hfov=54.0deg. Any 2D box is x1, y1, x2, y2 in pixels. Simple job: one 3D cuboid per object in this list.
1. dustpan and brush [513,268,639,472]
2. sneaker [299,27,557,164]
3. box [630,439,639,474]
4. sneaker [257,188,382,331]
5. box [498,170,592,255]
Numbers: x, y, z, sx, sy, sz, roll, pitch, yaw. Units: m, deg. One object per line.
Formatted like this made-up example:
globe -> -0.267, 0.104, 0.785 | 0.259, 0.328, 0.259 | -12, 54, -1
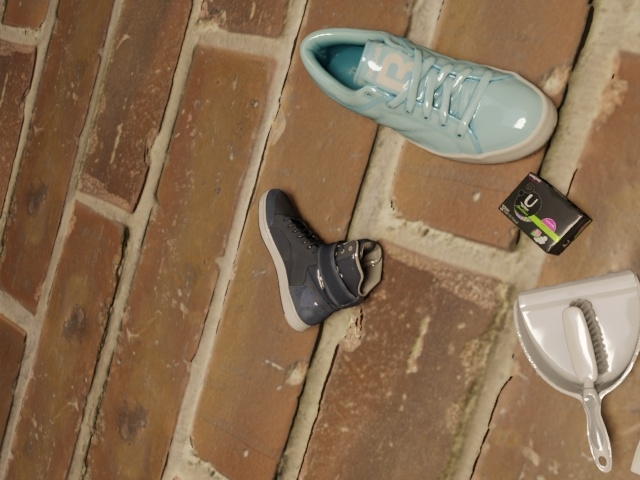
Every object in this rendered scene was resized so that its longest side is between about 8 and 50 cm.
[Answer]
dustpan and brush -> 0.304, 0.148, 0.714 | 0.147, 0.060, 0.211 | -17, 76, 33
sneaker -> 0.117, -0.196, 0.826 | 0.365, 0.150, 0.135 | 23, 99, 35
box -> 0.379, 0.197, 0.632 | 0.087, 0.101, 0.102 | 21, 97, 35
sneaker -> 0.001, 0.001, 0.926 | 0.163, 0.086, 0.226 | -29, 71, 31
box -> 0.272, -0.032, 0.761 | 0.062, 0.052, 0.083 | -52, 58, 20
